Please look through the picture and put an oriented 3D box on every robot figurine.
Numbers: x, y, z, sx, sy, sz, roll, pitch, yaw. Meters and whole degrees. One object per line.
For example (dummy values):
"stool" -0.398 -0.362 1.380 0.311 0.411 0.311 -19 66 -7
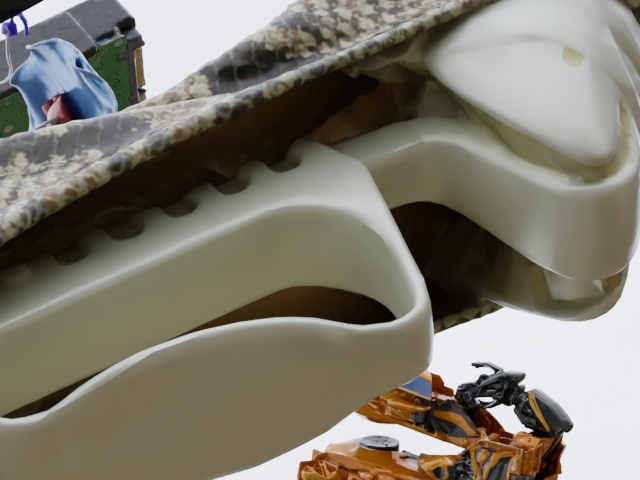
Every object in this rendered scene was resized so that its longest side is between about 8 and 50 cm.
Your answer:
"robot figurine" 0.115 0.214 1.943 0.085 0.291 0.211 -13 -68 -51

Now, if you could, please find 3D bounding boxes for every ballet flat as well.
"ballet flat" 0.000 0.000 0.726 0.482 0.182 0.164 -26 -61 -27

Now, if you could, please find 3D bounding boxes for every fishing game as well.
"fishing game" -0.127 -0.022 1.108 0.041 0.264 0.189 -28 -9 -22

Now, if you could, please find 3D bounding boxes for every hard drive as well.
"hard drive" -0.302 -0.052 1.706 0.339 0.064 0.237 -28 -32 -21

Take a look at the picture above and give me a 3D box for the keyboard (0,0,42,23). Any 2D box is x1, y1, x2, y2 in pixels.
"keyboard" -0.215 -0.086 0.942 0.180 0.108 0.023 -29 -64 -2
